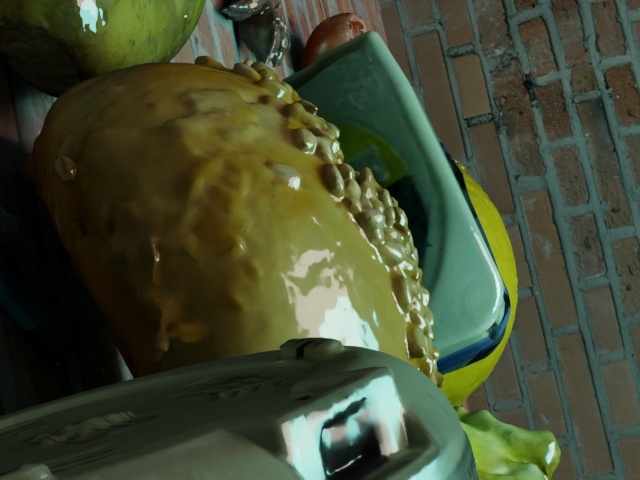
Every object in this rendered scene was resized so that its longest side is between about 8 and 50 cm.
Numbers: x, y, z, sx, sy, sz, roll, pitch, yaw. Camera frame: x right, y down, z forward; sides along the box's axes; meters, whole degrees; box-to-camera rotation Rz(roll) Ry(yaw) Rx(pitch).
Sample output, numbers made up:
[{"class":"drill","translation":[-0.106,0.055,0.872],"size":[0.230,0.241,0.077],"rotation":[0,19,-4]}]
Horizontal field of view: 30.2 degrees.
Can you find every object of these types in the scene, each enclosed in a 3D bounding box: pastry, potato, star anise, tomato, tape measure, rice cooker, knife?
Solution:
[{"class":"pastry","translation":[-0.034,0.028,0.696],"size":[0.316,0.184,0.284],"rotation":[56,-12,27]},{"class":"potato","translation":[-0.151,-0.169,0.784],"size":[0.251,0.113,0.149],"rotation":[-51,137,-63]},{"class":"star anise","translation":[-0.072,-0.278,1.396],"size":[0.195,0.065,0.182],"rotation":[70,14,-49]},{"class":"tomato","translation":[0.028,-0.219,1.740],"size":[0.237,0.095,0.237],"rotation":[-9,90,-79]},{"class":"tape measure","translation":[0.002,-0.001,0.942],"size":[0.138,0.262,0.259],"rotation":[64,3,-70]},{"class":"rice cooker","translation":[-0.051,0.191,0.431],"size":[0.288,0.288,0.277],"rotation":[-28,103,-78]},{"class":"knife","translation":[-0.194,-0.030,0.622],"size":[0.044,0.026,0.296],"rotation":[-76,153,-42]}]

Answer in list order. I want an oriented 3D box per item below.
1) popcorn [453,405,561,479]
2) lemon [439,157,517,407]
[{"class":"popcorn","translation":[0.055,0.243,0.881],"size":[0.279,0.335,0.274],"rotation":[34,-73,55]},{"class":"lemon","translation":[0.053,0.042,1.133],"size":[0.293,0.293,0.293],"rotation":[-13,90,-79]}]
